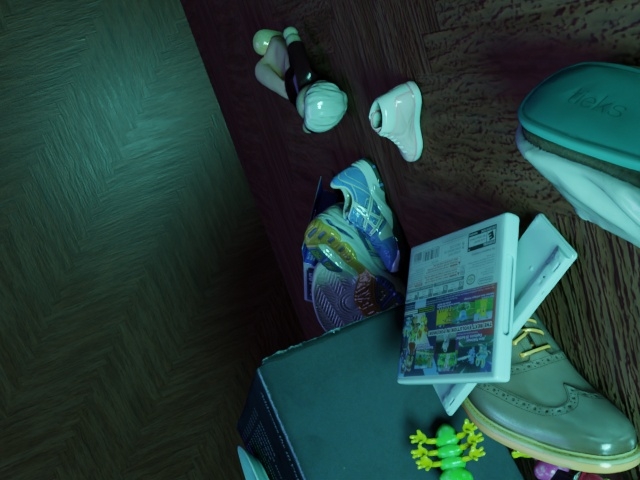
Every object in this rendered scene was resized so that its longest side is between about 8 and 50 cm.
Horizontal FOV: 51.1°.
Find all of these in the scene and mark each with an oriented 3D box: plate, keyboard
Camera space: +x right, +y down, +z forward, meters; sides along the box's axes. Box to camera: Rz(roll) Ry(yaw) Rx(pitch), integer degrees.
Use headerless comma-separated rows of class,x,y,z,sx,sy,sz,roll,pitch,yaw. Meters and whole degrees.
plate,-0.099,0.443,1.166,0.188,0.024,0.188,55,155,40
keyboard,0.193,0.089,0.751,0.256,0.014,0.072,-62,26,31

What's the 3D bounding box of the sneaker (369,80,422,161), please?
sneaker,0.101,-0.155,0.926,0.051,0.070,0.134,57,166,36

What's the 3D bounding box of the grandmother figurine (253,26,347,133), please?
grandmother figurine,-0.041,-0.291,1.268,0.207,0.104,0.342,64,175,-35

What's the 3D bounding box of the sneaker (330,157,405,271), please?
sneaker,0.086,-0.037,1.197,0.211,0.081,0.080,66,167,-1

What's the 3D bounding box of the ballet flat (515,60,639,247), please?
ballet flat,0.258,-0.009,0.379,0.400,0.139,0.139,-124,16,-62

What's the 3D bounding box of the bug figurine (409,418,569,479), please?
bug figurine,0.233,0.322,0.823,0.072,0.279,0.216,61,-160,-58

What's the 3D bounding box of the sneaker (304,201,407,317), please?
sneaker,0.106,0.049,1.271,0.112,0.131,0.296,-29,104,44

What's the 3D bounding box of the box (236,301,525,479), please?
box,0.093,0.418,1.091,0.479,0.298,0.471,64,162,18

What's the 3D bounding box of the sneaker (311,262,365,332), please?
sneaker,0.082,0.157,1.434,0.148,0.131,0.349,-82,-29,-60

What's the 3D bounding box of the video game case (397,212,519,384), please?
video game case,0.158,0.077,0.793,0.201,0.023,0.183,154,128,-63

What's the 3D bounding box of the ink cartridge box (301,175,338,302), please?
ink cartridge box,0.000,0.000,1.488,0.208,0.045,0.206,88,-167,-55

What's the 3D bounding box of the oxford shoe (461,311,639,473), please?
oxford shoe,0.221,0.135,0.798,0.364,0.130,0.132,35,128,53

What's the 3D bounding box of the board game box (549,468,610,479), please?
board game box,0.308,0.267,0.689,0.133,0.033,0.169,25,-175,27
